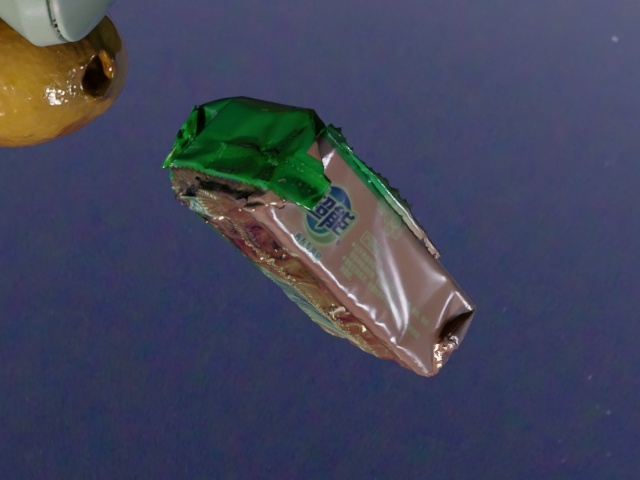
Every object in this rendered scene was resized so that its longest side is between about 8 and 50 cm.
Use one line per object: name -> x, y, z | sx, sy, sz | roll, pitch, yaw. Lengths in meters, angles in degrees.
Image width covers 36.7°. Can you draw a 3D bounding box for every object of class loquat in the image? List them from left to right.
loquat -> -0.332, -0.201, 1.070 | 0.238, 0.193, 0.238 | 0, -137, 0

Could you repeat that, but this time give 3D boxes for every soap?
soap -> -0.001, 0.002, 0.810 | 0.218, 0.273, 0.098 | 16, -113, 47

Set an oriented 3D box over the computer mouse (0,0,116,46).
computer mouse -> -0.111, -0.236, 0.472 | 0.097, 0.288, 0.159 | 15, -155, -4
